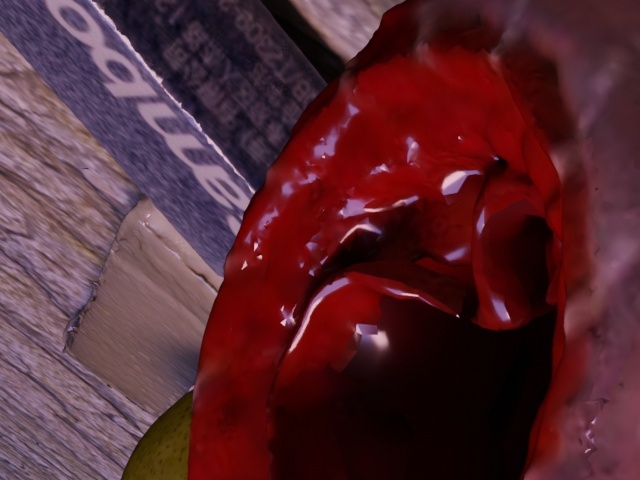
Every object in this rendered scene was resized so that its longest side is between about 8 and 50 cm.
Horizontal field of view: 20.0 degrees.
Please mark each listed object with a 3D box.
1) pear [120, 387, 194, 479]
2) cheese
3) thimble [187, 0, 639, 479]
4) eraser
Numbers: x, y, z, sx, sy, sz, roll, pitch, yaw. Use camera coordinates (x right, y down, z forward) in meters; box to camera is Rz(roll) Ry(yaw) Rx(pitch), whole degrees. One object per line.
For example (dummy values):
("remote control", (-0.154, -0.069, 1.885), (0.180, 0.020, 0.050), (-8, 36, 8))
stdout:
("pear", (-0.012, 0.154, 0.854), (0.198, 0.198, 0.198), (32, 162, 12))
("cheese", (-0.087, 0.046, 0.952), (0.085, 0.034, 0.400), (42, 164, -2))
("thimble", (0.059, 0.035, 0.402), (0.125, 0.189, 0.163), (10, -151, -30))
("eraser", (-0.047, -0.053, 0.593), (0.212, 0.046, 0.092), (50, 159, -25))
